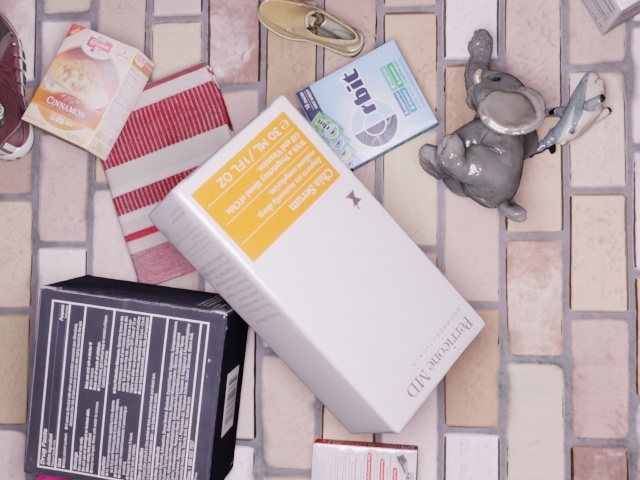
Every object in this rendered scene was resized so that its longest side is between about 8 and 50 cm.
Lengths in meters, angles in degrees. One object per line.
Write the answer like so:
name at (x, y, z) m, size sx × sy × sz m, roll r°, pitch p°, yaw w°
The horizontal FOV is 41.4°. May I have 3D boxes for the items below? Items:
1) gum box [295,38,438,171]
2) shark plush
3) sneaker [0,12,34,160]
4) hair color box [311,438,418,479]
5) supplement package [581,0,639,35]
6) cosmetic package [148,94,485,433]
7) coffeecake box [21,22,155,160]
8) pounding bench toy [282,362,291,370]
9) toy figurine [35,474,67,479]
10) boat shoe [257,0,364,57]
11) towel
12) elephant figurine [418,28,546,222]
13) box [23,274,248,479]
gum box at (0.075, -0.215, 1.389) m, size 0.184 × 0.041 × 0.157 m, roll -27°, pitch 85°, yaw 6°
shark plush at (0.396, -0.192, 1.357) m, size 0.161 × 0.073 × 0.067 m, roll -51°, pitch 62°, yaw 23°
sneaker at (-0.566, -0.280, 1.414) m, size 0.106 × 0.162 × 0.282 m, roll -18°, pitch 86°, yaw 6°
hair color box at (0.071, 0.372, 1.357) m, size 0.167 × 0.053 × 0.093 m, roll 3°, pitch 87°, yaw 9°
supplement package at (0.508, -0.481, 1.293) m, size 0.261 × 0.145 × 0.204 m, roll -30°, pitch 85°, yaw 5°
cosmetic package at (-0.003, 0.044, 1.235) m, size 0.453 × 0.161 × 0.230 m, roll 47°, pitch 65°, yaw -8°
coffeecake box at (-0.387, -0.249, 1.416) m, size 0.142 × 0.068 × 0.186 m, roll 24°, pitch 84°, yaw 20°
pounding bench toy at (-0.010, 0.199, 1.368) m, size 0.083 × 0.065 × 0.052 m, roll 31°, pitch 91°, yaw 7°
toy figurine at (-0.413, 0.447, 1.405) m, size 0.159 × 0.130 × 0.173 m, roll 44°, pitch 118°, yaw 20°
boat shoe at (-0.018, -0.361, 1.392) m, size 0.189 × 0.072 × 0.068 m, roll 19°, pitch 90°, yaw 8°
towel at (-0.244, -0.110, 1.430) m, size 0.237 × 0.037 × 0.329 m, roll -19°, pitch 83°, yaw 8°
elephant figurine at (0.273, -0.183, 1.302) m, size 0.186 × 0.169 × 0.239 m, roll 38°, pitch 85°, yaw -22°
box at (-0.281, 0.222, 1.335) m, size 0.293 × 0.183 × 0.297 m, roll 8°, pitch 95°, yaw 7°
